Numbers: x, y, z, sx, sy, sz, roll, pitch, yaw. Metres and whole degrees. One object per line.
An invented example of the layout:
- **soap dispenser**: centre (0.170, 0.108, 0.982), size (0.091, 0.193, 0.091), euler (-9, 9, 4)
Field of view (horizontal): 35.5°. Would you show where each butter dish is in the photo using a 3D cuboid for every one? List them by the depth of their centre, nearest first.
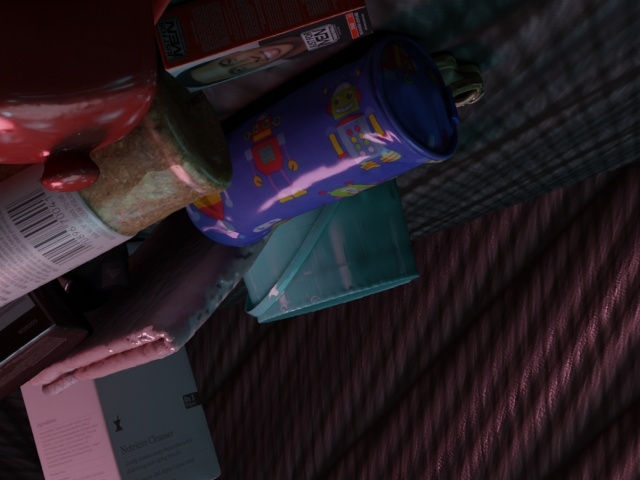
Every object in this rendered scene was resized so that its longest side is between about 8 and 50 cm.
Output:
- **butter dish**: centre (-0.161, -0.086, 0.596), size (0.160, 0.118, 0.160), euler (-13, 172, -27)

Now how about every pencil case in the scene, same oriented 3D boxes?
- **pencil case**: centre (-0.004, -0.086, 0.968), size (0.133, 0.119, 0.306), euler (0, 163, -44)

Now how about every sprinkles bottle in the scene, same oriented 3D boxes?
- **sprinkles bottle**: centre (-0.244, -0.015, 0.770), size (0.355, 0.121, 0.121), euler (-26, 171, 13)

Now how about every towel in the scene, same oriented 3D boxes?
- **towel**: centre (-0.176, 0.041, 1.206), size (0.317, 0.053, 0.332), euler (-23, -156, 45)

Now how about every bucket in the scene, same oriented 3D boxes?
- **bucket**: centre (0.000, 0.000, 1.419), size (0.281, 0.183, 0.281), euler (-16, 173, -2)

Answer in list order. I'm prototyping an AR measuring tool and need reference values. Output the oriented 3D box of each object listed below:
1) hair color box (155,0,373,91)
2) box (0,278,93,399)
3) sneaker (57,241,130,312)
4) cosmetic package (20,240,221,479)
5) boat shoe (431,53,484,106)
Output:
- **hair color box**: centre (-0.038, -0.150, 0.694), size (0.141, 0.043, 0.072), euler (-16, 174, 6)
- **box**: centre (-0.362, 0.074, 1.021), size (0.167, 0.168, 0.203), euler (-37, 175, -6)
- **sneaker**: centre (-0.318, 0.036, 1.209), size (0.111, 0.121, 0.300), euler (-11, 172, -35)
- **cosmetic package**: centre (-0.313, 0.202, 1.475), size (0.156, 0.385, 0.217), euler (-19, 175, 30)
- **boat shoe**: centre (0.139, -0.157, 1.042), size (0.056, 0.048, 0.153), euler (-19, 173, 19)
